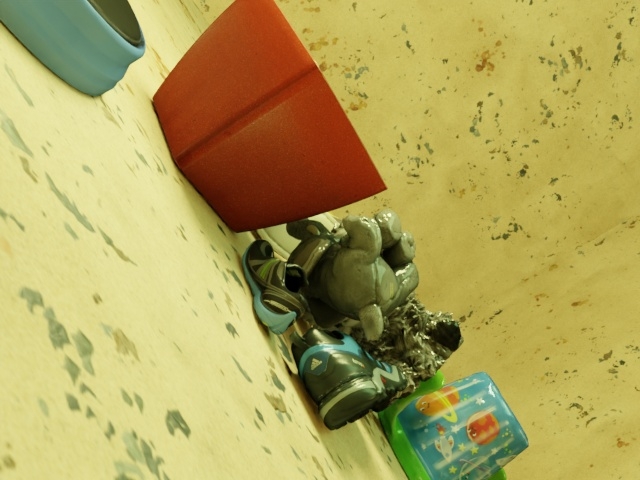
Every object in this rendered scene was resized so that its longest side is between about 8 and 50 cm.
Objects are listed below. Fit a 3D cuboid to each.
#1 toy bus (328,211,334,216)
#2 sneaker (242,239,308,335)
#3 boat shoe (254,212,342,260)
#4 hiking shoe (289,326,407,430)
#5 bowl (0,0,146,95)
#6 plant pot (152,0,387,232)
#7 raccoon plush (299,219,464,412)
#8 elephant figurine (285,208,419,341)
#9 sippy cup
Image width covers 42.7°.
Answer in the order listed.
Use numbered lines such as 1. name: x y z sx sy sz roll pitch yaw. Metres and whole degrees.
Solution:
1. toy bus: -0.027 -0.067 1.913 0.202 0.104 0.191 46 13 -35
2. sneaker: -0.056 0.056 1.112 0.067 0.078 0.188 55 4 -32
3. boat shoe: 0.000 0.000 1.505 0.324 0.116 0.097 17 -4 -35
4. hiking shoe: 0.042 0.180 1.157 0.132 0.113 0.304 57 2 14
5. bowl: -0.322 -0.342 0.880 0.391 0.077 0.391 58 5 -8
6. plant pot: -0.092 -0.170 1.221 0.267 0.236 0.267 54 6 -47
7. raccoon plush: 0.061 0.131 1.483 0.299 0.216 0.446 50 -10 1
8. elephant figurine: 0.014 0.047 1.219 0.186 0.239 0.169 -22 101 -52
9. sippy cup: 0.265 0.374 1.572 0.240 0.224 0.305 61 5 22
